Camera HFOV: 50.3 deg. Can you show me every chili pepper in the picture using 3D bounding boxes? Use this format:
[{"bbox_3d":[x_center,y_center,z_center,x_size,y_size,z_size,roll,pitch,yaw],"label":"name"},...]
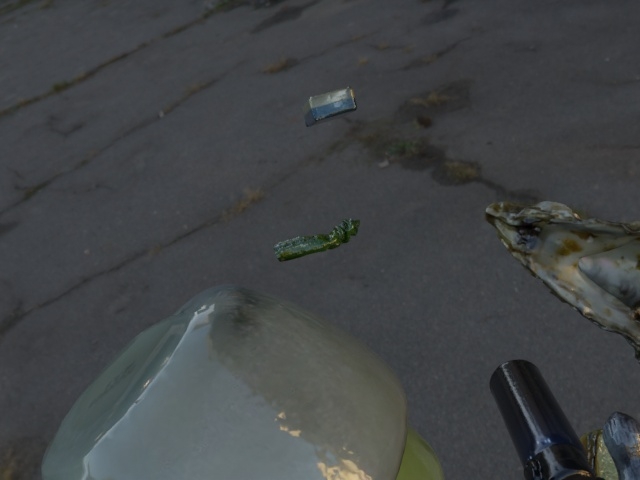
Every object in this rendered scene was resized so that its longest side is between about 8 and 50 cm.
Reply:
[{"bbox_3d":[0.000,0.000,0.586,0.083,0.022,0.027,-18,3,-14],"label":"chili pepper"}]

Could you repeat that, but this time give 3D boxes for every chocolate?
[{"bbox_3d":[0.550,0.386,1.205,0.072,0.072,0.167,-15,75,11],"label":"chocolate"}]

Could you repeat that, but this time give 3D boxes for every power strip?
[{"bbox_3d":[0.009,-0.171,0.879,0.056,0.032,0.123,-16,7,-5],"label":"power strip"}]

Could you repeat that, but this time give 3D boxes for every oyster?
[{"bbox_3d":[0.345,0.047,0.761,0.341,0.166,0.110,23,22,23],"label":"oyster"}]

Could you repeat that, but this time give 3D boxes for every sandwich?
[{"bbox_3d":[0.726,0.572,1.596,0.251,0.087,0.226,22,52,-4],"label":"sandwich"}]

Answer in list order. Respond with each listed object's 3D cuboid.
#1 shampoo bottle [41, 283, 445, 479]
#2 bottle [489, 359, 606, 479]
[{"bbox_3d":[-0.070,0.212,0.637,0.322,0.317,0.322,-45,7,8],"label":"shampoo bottle"},{"bbox_3d":[0.261,0.228,0.820,0.082,0.072,0.244,9,17,-2],"label":"bottle"}]
